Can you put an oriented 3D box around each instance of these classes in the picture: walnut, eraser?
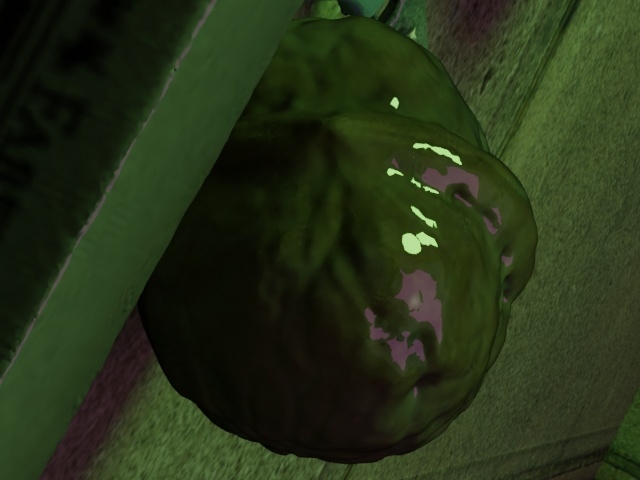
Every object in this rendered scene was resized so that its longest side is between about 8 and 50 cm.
[{"bbox_3d":[0.000,0.000,0.903,0.224,0.224,0.224,-52,159,-29],"label":"walnut"},{"bbox_3d":[-0.111,-0.028,0.685,0.352,0.111,0.077,-61,160,-4],"label":"eraser"}]

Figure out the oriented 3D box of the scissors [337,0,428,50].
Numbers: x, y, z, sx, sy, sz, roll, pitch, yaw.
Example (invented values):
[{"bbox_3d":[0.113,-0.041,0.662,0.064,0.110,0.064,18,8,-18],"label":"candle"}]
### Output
[{"bbox_3d":[0.037,-0.123,1.004,0.191,0.029,0.360,-40,152,-18],"label":"scissors"}]
